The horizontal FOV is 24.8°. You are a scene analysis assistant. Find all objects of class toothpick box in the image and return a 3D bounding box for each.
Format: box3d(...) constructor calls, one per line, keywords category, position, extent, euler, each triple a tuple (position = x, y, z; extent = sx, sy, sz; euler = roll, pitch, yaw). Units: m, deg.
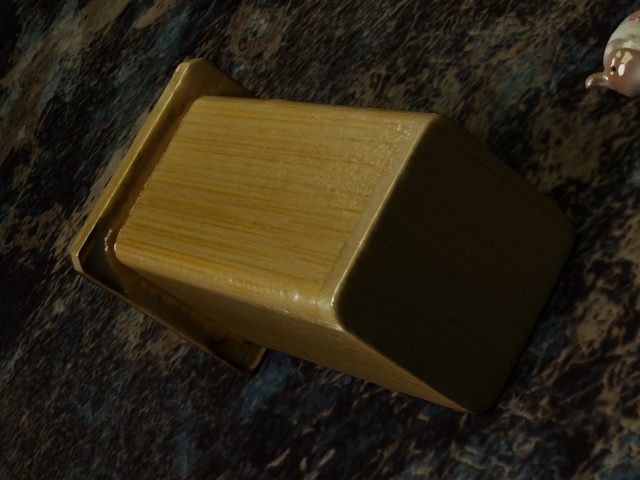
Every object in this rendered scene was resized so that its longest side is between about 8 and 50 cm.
box3d(category="toothpick box", position=(0.000, 0.000, 1.001), extent=(0.308, 0.187, 0.190), euler=(13, 70, 56))

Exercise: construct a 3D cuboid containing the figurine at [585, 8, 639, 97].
box3d(category="figurine", position=(0.248, -0.103, 0.793), extent=(0.205, 0.103, 0.260), euler=(-19, 43, 10))
